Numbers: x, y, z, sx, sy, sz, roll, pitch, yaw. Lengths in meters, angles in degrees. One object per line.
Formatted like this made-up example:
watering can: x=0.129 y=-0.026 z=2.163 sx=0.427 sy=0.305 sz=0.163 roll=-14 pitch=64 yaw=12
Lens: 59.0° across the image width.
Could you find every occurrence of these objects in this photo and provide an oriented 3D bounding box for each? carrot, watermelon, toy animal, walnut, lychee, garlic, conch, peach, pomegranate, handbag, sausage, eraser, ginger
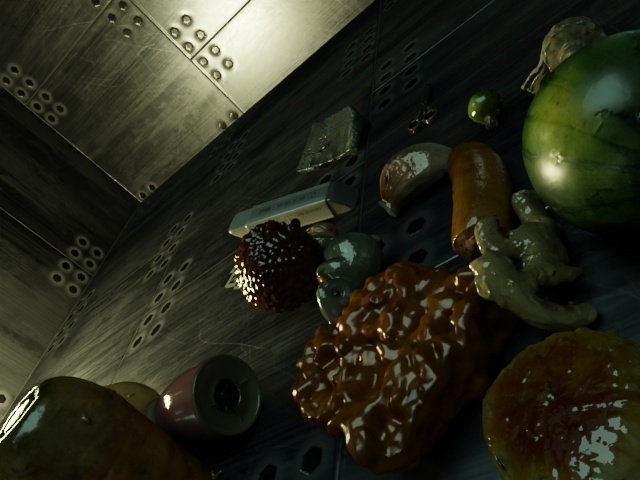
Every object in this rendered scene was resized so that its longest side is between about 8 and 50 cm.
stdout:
carrot: x=-0.371 y=0.387 z=0.970 sx=0.224 sy=0.340 sz=0.224 roll=-41 pitch=22 yaw=20
watermelon: x=0.365 y=-0.123 z=0.671 sx=0.242 sy=0.242 sz=0.242 roll=-37 pitch=26 yaw=21
toy animal: x=0.045 y=0.085 z=1.031 sx=0.138 sy=0.108 sz=0.236 roll=-29 pitch=30 yaw=34
walnut: x=0.000 y=0.000 z=1.280 sx=0.096 sy=0.082 sz=0.079 roll=-17 pitch=65 yaw=47
lychee: x=-0.084 y=0.047 z=1.194 sx=0.200 sy=0.200 sz=0.238 roll=-87 pitch=16 yaw=-56
garlic: x=0.210 y=-0.138 z=1.161 sx=0.198 sy=0.090 sz=0.129 roll=-26 pitch=45 yaw=25
conch: x=0.429 y=-0.326 z=1.014 sx=0.155 sy=0.130 sz=0.207 roll=-21 pitch=18 yaw=21
peach: x=-0.448 y=0.409 z=1.209 sx=0.232 sy=0.232 sz=0.233 roll=-37 pitch=26 yaw=21
pomegranate: x=0.340 y=-0.269 z=1.150 sx=0.073 sy=0.073 sz=0.084 roll=-44 pitch=41 yaw=6
handbag: x=0.036 y=-0.293 z=1.686 sx=0.270 sy=0.088 sz=0.175 roll=-15 pitch=47 yaw=50
sausage: x=0.263 y=-0.081 z=0.938 sx=0.108 sy=0.109 sz=0.271 roll=-32 pitch=27 yaw=30
eraser: x=-0.071 y=-0.073 z=1.432 sx=0.351 sy=0.061 sz=0.089 roll=-16 pitch=34 yaw=24
ginger: x=0.270 y=0.005 z=0.756 sx=0.259 sy=0.149 sz=0.065 roll=-79 pitch=3 yaw=-46

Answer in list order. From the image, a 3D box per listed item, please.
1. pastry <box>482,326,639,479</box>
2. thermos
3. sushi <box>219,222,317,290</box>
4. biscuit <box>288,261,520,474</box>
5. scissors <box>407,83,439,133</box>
pastry: x=0.250 y=0.179 z=0.565 sx=0.182 sy=0.093 sz=0.193 roll=-35 pitch=27 yaw=30
thermos: x=-0.246 y=0.317 z=1.116 sx=0.265 sy=0.146 sz=0.176 roll=-29 pitch=29 yaw=42
sushi: x=-0.144 y=-0.015 z=1.546 sx=0.339 sy=0.069 sz=0.320 roll=-55 pitch=25 yaw=-18
biscuit: x=0.107 y=0.155 z=0.819 sx=0.318 sy=0.110 sz=0.312 roll=-53 pitch=23 yaw=-14
scissors: x=0.270 y=-0.351 z=1.454 sx=0.088 sy=0.017 sz=0.220 roll=-29 pitch=28 yaw=35
